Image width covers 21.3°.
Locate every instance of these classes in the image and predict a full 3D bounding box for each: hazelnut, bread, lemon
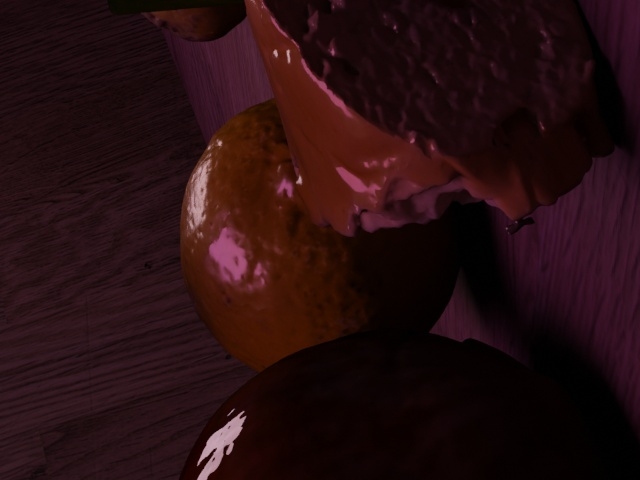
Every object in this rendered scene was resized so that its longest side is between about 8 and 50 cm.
[{"bbox_3d":[0.076,0.253,1.271,0.359,0.359,0.409,82,168,-51],"label":"hazelnut"},{"bbox_3d":[0.074,-0.072,1.062,0.224,0.183,0.211,84,160,-64],"label":"bread"},{"bbox_3d":[0.000,-0.001,1.467,0.284,0.260,0.260,96,157,-46],"label":"lemon"}]

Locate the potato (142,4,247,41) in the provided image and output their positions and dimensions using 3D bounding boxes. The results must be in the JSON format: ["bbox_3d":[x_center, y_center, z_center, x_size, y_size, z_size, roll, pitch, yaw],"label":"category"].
[{"bbox_3d":[-0.183,-0.371,2.110,0.229,0.229,0.266,-152,40,-79],"label":"potato"}]

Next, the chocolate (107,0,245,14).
[{"bbox_3d":[-0.093,-0.366,1.311,0.289,0.137,0.301,86,-166,-61],"label":"chocolate"}]
